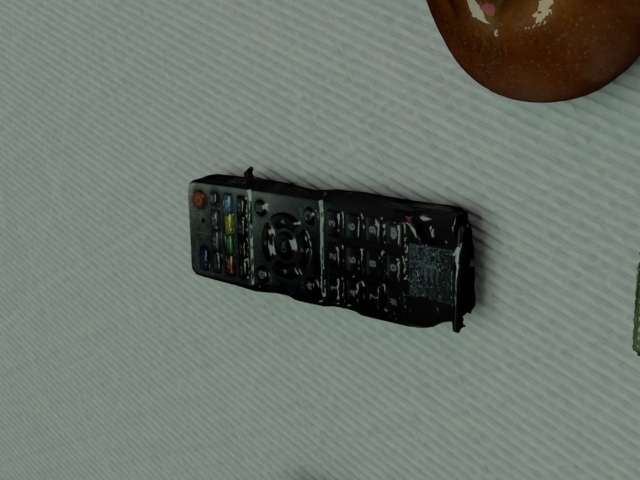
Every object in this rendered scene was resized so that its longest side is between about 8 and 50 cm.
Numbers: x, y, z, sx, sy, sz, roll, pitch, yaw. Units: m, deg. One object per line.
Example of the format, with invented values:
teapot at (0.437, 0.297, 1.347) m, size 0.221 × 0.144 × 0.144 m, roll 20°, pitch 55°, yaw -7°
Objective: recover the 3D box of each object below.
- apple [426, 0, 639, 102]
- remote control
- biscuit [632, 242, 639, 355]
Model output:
apple at (0.174, -0.211, 0.761) m, size 0.201 × 0.162 × 0.201 m, roll 9°, pitch 104°, yaw 40°
remote control at (0.000, 0.000, 1.035) m, size 0.399 × 0.062 × 0.144 m, roll 11°, pitch 106°, yaw 41°
biscuit at (0.370, 0.043, 0.721) m, size 0.252 × 0.052 × 0.150 m, roll 11°, pitch 111°, yaw 42°
